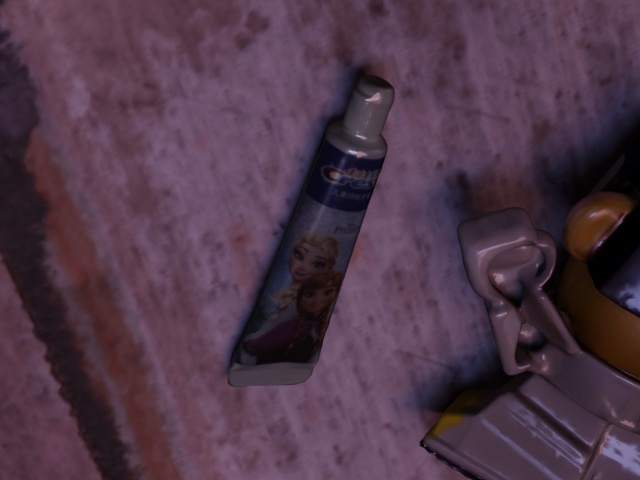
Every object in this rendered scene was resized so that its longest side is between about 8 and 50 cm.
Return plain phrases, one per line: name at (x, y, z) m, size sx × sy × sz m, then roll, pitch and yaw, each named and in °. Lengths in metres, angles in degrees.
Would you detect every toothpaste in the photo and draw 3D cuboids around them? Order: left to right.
toothpaste at (0.000, 0.000, 1.112) m, size 0.062 × 0.037 × 0.216 m, roll 2°, pitch 123°, yaw -31°

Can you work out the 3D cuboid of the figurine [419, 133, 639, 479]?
figurine at (0.208, 0.046, 1.186) m, size 0.308 × 0.143 × 0.308 m, roll -29°, pitch 147°, yaw -22°
